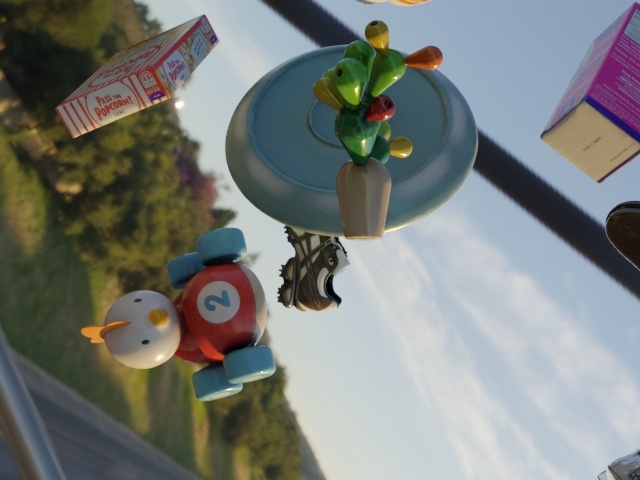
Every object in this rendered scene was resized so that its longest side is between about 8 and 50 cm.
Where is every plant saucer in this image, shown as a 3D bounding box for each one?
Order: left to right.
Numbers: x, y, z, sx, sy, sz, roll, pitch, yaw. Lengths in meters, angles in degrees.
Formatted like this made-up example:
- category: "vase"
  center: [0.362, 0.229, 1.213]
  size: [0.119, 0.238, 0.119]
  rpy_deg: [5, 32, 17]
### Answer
- category: "plant saucer"
  center: [0.036, -0.142, 1.250]
  size: [0.043, 0.318, 0.317]
  rpy_deg: [83, -20, -52]

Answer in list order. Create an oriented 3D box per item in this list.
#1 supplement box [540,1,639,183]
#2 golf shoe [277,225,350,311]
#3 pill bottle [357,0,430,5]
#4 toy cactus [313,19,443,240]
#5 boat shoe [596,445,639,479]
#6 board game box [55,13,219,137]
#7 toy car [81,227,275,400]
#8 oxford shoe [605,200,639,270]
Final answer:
- category: "supplement box"
  center: [0.415, -0.207, 1.400]
  size: [0.114, 0.220, 0.111]
  rpy_deg: [37, -31, -3]
- category: "golf shoe"
  center: [0.000, 0.000, 1.332]
  size: [0.077, 0.094, 0.198]
  rpy_deg: [-36, 133, -64]
- category: "pill bottle"
  center: [0.115, -0.308, 1.028]
  size: [0.216, 0.121, 0.121]
  rpy_deg: [-2, -64, 52]
- category: "toy cactus"
  center: [0.048, -0.090, 0.907]
  size: [0.219, 0.112, 0.180]
  rpy_deg: [102, -12, -83]
- category: "boat shoe"
  center: [0.288, 0.202, 0.826]
  size: [0.096, 0.088, 0.267]
  rpy_deg: [57, 2, 28]
- category: "board game box"
  center: [-0.223, -0.207, 1.252]
  size: [0.045, 0.147, 0.193]
  rpy_deg: [62, 24, -23]
- category: "toy car"
  center: [-0.218, 0.117, 1.438]
  size: [0.210, 0.238, 0.219]
  rpy_deg: [-34, -113, 52]
- category: "oxford shoe"
  center: [0.370, 0.034, 1.009]
  size: [0.227, 0.096, 0.082]
  rpy_deg: [40, -47, 35]
